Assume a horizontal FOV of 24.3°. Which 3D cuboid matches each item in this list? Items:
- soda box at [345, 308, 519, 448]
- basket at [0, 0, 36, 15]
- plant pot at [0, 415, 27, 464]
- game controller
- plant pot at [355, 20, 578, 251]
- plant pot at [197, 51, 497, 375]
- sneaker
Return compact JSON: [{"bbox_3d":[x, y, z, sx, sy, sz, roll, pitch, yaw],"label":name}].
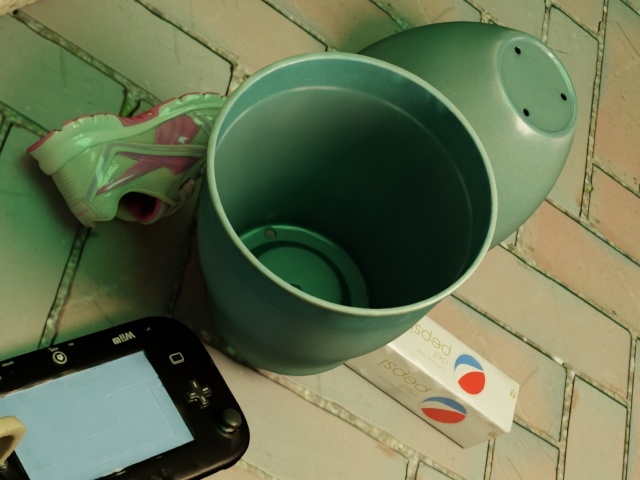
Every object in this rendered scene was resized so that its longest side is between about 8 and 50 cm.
[{"bbox_3d":[0.116,0.141,1.629,0.216,0.074,0.069,36,49,-23],"label":"soda box"},{"bbox_3d":[-0.279,-0.411,1.382,0.266,0.331,0.328,-31,91,-51],"label":"basket"},{"bbox_3d":[-0.430,0.120,1.012,0.305,0.334,0.334,49,45,4],"label":"plant pot"},{"bbox_3d":[-0.207,0.168,1.328,0.319,0.067,0.166,-16,76,-46],"label":"game controller"},{"bbox_3d":[0.186,-0.143,1.747,0.290,0.195,0.290,19,58,-34],"label":"plant pot"},{"bbox_3d":[0.000,0.000,1.437,0.271,0.255,0.272,7,61,-13],"label":"plant pot"},{"bbox_3d":[-0.166,-0.074,1.476,0.252,0.103,0.111,-18,86,-39],"label":"sneaker"}]
